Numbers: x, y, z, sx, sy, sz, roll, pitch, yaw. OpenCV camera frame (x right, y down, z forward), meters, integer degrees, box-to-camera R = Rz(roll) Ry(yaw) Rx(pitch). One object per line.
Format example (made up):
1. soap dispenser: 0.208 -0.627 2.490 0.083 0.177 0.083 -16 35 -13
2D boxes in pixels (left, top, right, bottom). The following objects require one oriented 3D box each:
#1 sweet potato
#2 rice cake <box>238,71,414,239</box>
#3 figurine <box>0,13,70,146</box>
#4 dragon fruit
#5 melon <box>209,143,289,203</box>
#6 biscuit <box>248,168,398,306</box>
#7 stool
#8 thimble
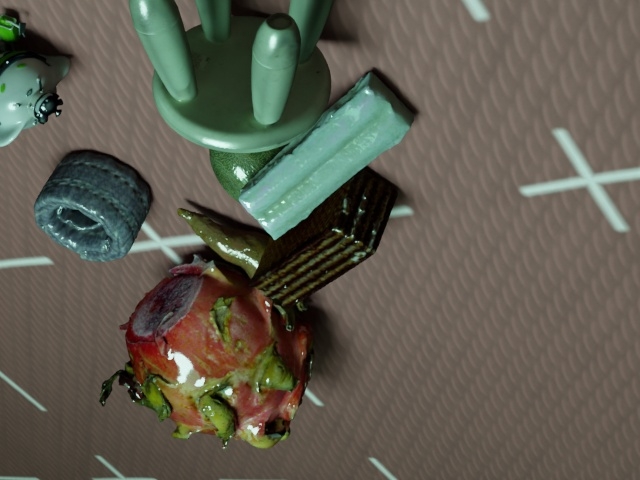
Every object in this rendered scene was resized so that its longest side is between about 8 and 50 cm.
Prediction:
1. sweet potato: -0.098 0.013 1.952 0.226 0.068 0.068 37 146 -10
2. rice cake: 0.003 -0.096 1.643 0.226 0.040 0.085 -40 121 16
3. figurine: -0.397 -0.196 1.779 0.192 0.147 0.126 25 172 34
4. dragon fruit: -0.137 0.182 2.050 0.250 0.269 0.291 -2 138 49
5. melon: -0.069 -0.096 1.724 0.167 0.114 0.114 39 145 -28
6. biscuit: 0.000 0.000 1.826 0.070 0.106 0.252 32 148 -16
7. stool: -0.084 -0.225 1.478 0.195 0.195 0.198 16 142 12
8. thimble: -0.317 -0.047 1.967 0.150 0.097 0.150 17 147 12
